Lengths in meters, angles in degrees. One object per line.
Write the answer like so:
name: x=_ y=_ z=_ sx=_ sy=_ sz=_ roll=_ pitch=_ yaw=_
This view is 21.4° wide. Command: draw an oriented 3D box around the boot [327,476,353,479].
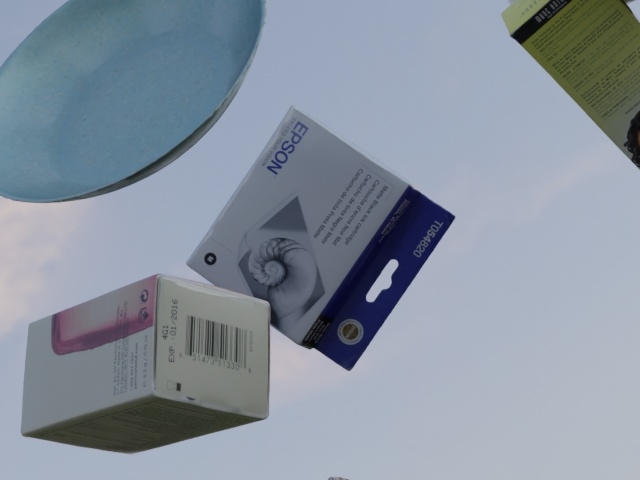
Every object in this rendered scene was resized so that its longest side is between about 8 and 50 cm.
boot: x=0.103 y=0.411 z=1.547 sx=0.284 sy=0.377 sz=0.138 roll=-68 pitch=-20 yaw=5

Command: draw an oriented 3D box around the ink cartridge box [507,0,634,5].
ink cartridge box: x=0.192 y=-0.375 z=1.552 sx=0.176 sy=0.371 sz=0.069 roll=-24 pitch=-12 yaw=-8

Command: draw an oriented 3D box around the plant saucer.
plant saucer: x=-0.110 y=-0.085 z=0.967 sx=0.195 sy=0.195 sz=0.037 roll=-33 pitch=-51 yaw=2

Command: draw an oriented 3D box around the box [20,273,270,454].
box: x=-0.178 y=0.130 z=1.714 sx=0.149 sy=0.127 sz=0.232 roll=17 pitch=-25 yaw=-40

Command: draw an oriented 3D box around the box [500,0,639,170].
box: x=0.257 y=-0.127 z=1.389 sx=0.087 sy=0.058 sz=0.232 roll=-42 pitch=-70 yaw=16

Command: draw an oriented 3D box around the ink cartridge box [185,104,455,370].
ink cartridge box: x=0.000 y=0.000 z=1.891 sx=0.223 sy=0.224 sz=0.045 roll=-57 pitch=-3 yaw=5
